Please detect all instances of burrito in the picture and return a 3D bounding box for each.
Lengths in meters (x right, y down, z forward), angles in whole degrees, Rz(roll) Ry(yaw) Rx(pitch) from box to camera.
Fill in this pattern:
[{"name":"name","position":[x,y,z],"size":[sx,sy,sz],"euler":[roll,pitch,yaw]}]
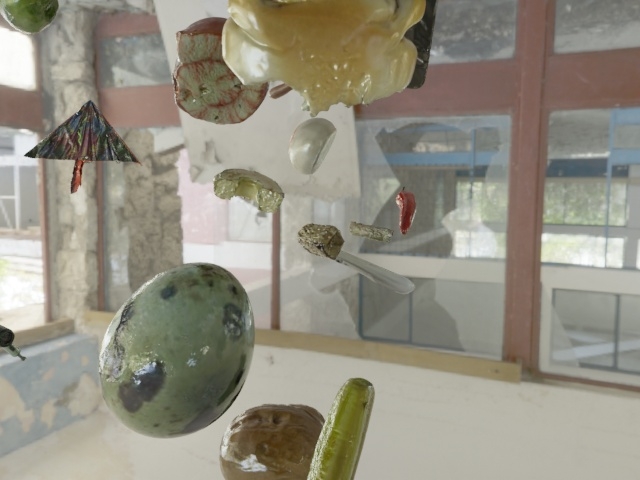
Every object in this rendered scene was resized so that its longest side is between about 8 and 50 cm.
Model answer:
[{"name":"burrito","position":[0.172,-0.029,1.877],"size":[0.171,0.051,0.042],"euler":[12,-167,29]}]

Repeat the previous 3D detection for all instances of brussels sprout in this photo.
[{"name":"brussels sprout","position":[-0.710,-0.593,1.323],"size":[0.144,0.180,0.161],"euler":[-2,160,-1]}]

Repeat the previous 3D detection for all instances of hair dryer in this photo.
[{"name":"hair dryer","position":[-0.889,0.299,1.570],"size":[0.100,0.057,0.197],"euler":[18,148,20]}]

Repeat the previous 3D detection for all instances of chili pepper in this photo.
[{"name":"chili pepper","position":[0.278,-0.104,1.781],"size":[0.063,0.071,0.272],"euler":[13,-146,-2]}]

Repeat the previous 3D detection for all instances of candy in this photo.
[{"name":"candy","position":[0.000,0.000,1.391],"size":[0.110,0.085,0.095],"euler":[5,142,39]}]

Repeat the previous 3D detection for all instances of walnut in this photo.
[{"name":"walnut","position":[-0.161,0.729,1.932],"size":[0.398,0.308,0.354],"euler":[-3,178,3]}]

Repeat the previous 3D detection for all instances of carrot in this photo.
[{"name":"carrot","position":[-0.117,-0.585,2.087],"size":[0.216,0.048,0.048],"euler":[-12,176,41]}]

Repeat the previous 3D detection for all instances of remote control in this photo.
[{"name":"remote control","position":[0.173,0.112,1.904],"size":[0.313,0.055,0.109],"euler":[23,169,4]}]

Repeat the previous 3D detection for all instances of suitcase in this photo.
[{"name":"suitcase","position":[0.202,-0.671,1.668],"size":[0.283,0.434,0.194],"euler":[1,-163,-17]}]

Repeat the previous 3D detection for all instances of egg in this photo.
[{"name":"egg","position":[-0.326,0.255,1.300],"size":[0.345,0.428,0.345],"euler":[31,-172,-5]}]

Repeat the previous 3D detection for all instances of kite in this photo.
[{"name":"kite","position":[-0.427,-0.172,0.997],"size":[0.232,0.189,0.009],"euler":[1,164,9]}]

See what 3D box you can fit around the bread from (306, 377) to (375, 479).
[{"name":"bread","position":[0.044,0.537,1.414],"size":[0.112,0.383,0.166],"euler":[13,159,17]}]

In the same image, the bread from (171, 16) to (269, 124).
[{"name":"bread","position":[-0.304,-0.509,1.697],"size":[0.295,0.327,0.114],"euler":[8,-133,-13]}]

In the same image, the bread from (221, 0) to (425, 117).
[{"name":"bread","position":[0.004,-0.436,1.175],"size":[0.424,0.329,0.245],"euler":[3,144,-10]}]

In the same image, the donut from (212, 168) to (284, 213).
[{"name":"donut","position":[-0.168,-0.119,1.285],"size":[0.166,0.065,0.108],"euler":[15,-156,-10]}]

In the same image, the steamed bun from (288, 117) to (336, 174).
[{"name":"steamed bun","position":[-0.045,-0.376,2.145],"size":[0.145,0.232,0.232],"euler":[30,-173,3]}]
